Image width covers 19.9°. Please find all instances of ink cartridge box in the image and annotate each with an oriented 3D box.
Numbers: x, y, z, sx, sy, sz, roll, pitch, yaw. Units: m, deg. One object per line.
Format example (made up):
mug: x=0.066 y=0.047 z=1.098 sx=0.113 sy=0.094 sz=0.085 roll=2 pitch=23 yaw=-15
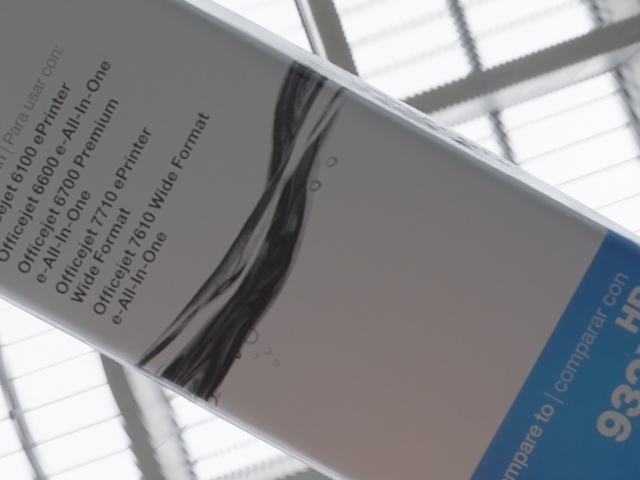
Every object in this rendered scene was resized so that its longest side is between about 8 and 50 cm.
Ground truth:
ink cartridge box: x=0.000 y=0.000 z=0.730 sx=0.307 sy=0.223 sz=0.129 roll=29 pitch=-84 yaw=0
